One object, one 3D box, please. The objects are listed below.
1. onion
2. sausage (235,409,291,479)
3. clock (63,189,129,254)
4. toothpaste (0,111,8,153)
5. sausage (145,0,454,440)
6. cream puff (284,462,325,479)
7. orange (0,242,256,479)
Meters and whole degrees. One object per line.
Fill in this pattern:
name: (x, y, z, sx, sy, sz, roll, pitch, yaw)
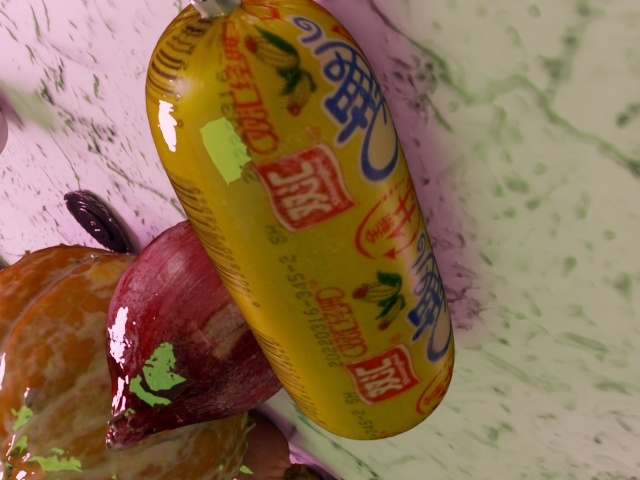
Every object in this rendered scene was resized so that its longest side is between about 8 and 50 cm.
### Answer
onion: (-0.098, 0.076, 0.601, 0.159, 0.195, 0.159, 35, 159, 16)
sausage: (-0.216, 0.163, 0.946, 0.433, 0.088, 0.087, 29, 148, 17)
clock: (-0.220, -0.017, 0.786, 0.074, 0.010, 0.083, 0, 132, 46)
toothpaste: (-0.426, -0.144, 0.791, 0.323, 0.066, 0.100, 23, 151, 33)
sausage: (0.000, 0.000, 0.465, 0.123, 0.123, 0.347, 14, 142, 36)
cream puff: (-0.047, 0.326, 0.943, 0.103, 0.126, 0.143, 36, 146, 34)
orange: (-0.230, 0.165, 0.766, 0.330, 0.249, 0.329, 6, 104, 24)
